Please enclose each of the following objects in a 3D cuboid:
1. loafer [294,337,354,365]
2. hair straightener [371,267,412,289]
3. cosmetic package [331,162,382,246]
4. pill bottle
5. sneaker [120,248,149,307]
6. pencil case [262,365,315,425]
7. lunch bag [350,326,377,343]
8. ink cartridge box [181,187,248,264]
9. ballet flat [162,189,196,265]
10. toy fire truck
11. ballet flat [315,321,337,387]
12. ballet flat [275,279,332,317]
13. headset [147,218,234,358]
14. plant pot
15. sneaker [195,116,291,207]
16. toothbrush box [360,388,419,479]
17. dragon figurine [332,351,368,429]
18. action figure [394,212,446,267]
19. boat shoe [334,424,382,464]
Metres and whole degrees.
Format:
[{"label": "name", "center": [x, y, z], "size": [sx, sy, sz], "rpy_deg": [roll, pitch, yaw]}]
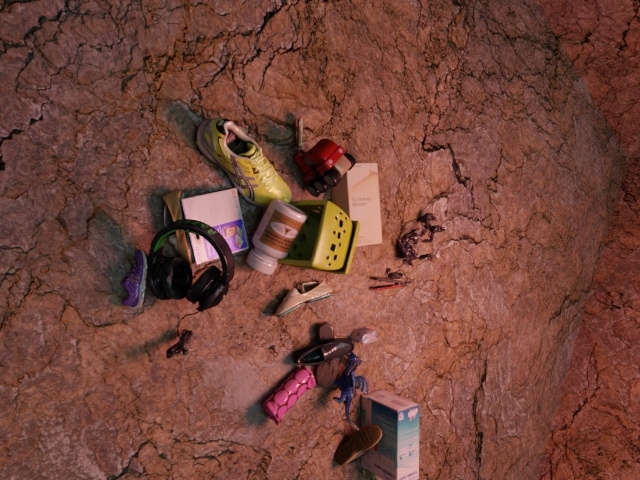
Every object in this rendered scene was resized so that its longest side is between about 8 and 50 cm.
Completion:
[{"label": "loafer", "center": [0.017, 0.407, 1.643], "size": [0.223, 0.078, 0.076], "rpy_deg": [-13, 96, -4]}, {"label": "hair straightener", "center": [0.305, 0.158, 1.914], "size": [0.230, 0.047, 0.089], "rpy_deg": [1, 91, -36]}, {"label": "cosmetic package", "center": [0.136, -0.136, 1.749], "size": [0.160, 0.113, 0.310], "rpy_deg": [-9, 97, -35]}, {"label": "pill bottle", "center": [-0.151, -0.011, 1.504], "size": [0.131, 0.131, 0.230], "rpy_deg": [22, 101, -34]}, {"label": "sneaker", "center": [-0.533, 0.108, 1.311], "size": [0.071, 0.068, 0.170], "rpy_deg": [8, 81, -18]}, {"label": "pencil case", "center": [-0.105, 0.543, 1.607], "size": [0.209, 0.095, 0.098], "rpy_deg": [-39, 105, -30]}, {"label": "lunch bag", "center": [0.170, 0.377, 1.809], "size": [0.083, 0.071, 0.053], "rpy_deg": [-13, 100, -34]}, {"label": "ink cartridge box", "center": [-0.335, -0.049, 1.435], "size": [0.208, 0.045, 0.207], "rpy_deg": [-20, 104, -46]}, {"label": "ballet flat", "center": [-0.431, -0.034, 1.385], "size": [0.073, 0.080, 0.233], "rpy_deg": [-9, 94, -7]}, {"label": "toy fire truck", "center": [-0.018, -0.307, 1.585], "size": [0.246, 0.217, 0.158], "rpy_deg": [46, 66, -11]}, {"label": "ballet flat", "center": [0.019, 0.427, 1.716], "size": [0.084, 0.058, 0.250], "rpy_deg": [-3, 95, -6]}, {"label": "ballet flat", "center": [-0.069, 0.201, 1.641], "size": [0.248, 0.086, 0.086], "rpy_deg": [-17, 101, -35]}, {"label": "headset", "center": [-0.384, 0.138, 1.300], "size": [0.185, 0.243, 0.395], "rpy_deg": [-58, 161, -62]}, {"label": "plant pot", "center": [0.000, 0.000, 1.593], "size": [0.207, 0.227, 0.229], "rpy_deg": [22, 78, -40]}, {"label": "sneaker", "center": [-0.228, -0.233, 1.466], "size": [0.384, 0.147, 0.145], "rpy_deg": [40, 67, -32]}, {"label": "toothbrush box", "center": [0.272, 0.772, 1.804], "size": [0.126, 0.216, 0.296], "rpy_deg": [-2, 94, -35]}, {"label": "dragon figurine", "center": [0.118, 0.541, 1.699], "size": [0.144, 0.289, 0.085], "rpy_deg": [-43, 119, 16]}, {"label": "action figure", "center": [0.427, 0.007, 1.943], "size": [0.276, 0.140, 0.164], "rpy_deg": [-50, 119, -27]}, {"label": "boat shoe", "center": [0.155, 0.791, 1.769], "size": [0.223, 0.080, 0.073], "rpy_deg": [-42, 141, 11]}]
